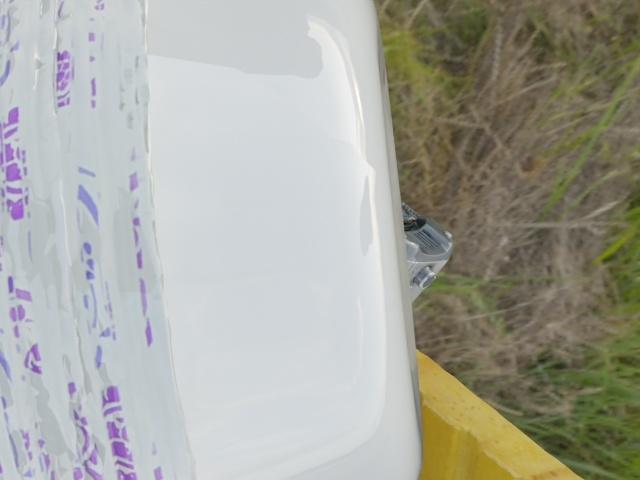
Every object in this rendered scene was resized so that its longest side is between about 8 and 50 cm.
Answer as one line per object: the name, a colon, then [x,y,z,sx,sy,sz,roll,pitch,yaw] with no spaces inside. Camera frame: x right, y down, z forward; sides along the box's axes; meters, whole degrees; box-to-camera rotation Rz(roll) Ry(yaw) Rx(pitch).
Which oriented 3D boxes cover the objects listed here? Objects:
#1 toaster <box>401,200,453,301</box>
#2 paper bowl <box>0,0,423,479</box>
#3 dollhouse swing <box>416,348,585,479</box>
toaster: [0.000,0.000,1.242,0.227,0.146,0.129,42,20,23]
paper bowl: [-0.044,0.005,0.477,0.148,0.284,0.284,-6,82,4]
dollhouse swing: [-0.054,0.246,0.571,0.305,0.347,0.315,-14,125,-32]
